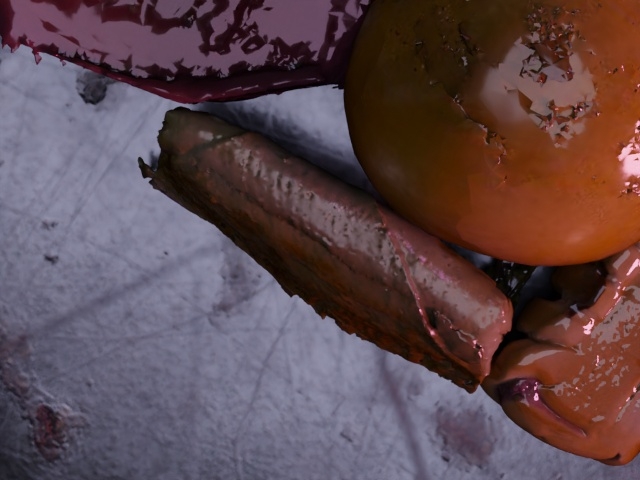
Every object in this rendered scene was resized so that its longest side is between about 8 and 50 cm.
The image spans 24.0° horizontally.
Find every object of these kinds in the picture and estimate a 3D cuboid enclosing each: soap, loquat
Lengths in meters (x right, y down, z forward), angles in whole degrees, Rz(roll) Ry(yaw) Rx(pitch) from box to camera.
[{"bbox_3d":[-0.104,-0.185,1.000,0.289,0.112,0.182,20,96,0],"label":"soap"},{"bbox_3d":[0.133,-0.094,0.933,0.235,0.235,0.235,0,99,2],"label":"loquat"}]

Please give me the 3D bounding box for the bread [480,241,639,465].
[{"bbox_3d":[0.217,0.049,1.037,0.134,0.081,0.225,41,96,-9],"label":"bread"}]

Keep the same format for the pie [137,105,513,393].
[{"bbox_3d":[0.000,0.000,1.011,0.282,0.128,0.068,30,65,6],"label":"pie"}]

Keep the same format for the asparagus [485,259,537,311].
[{"bbox_3d":[0.135,0.015,1.060,0.036,0.030,0.165,22,98,-26],"label":"asparagus"}]
